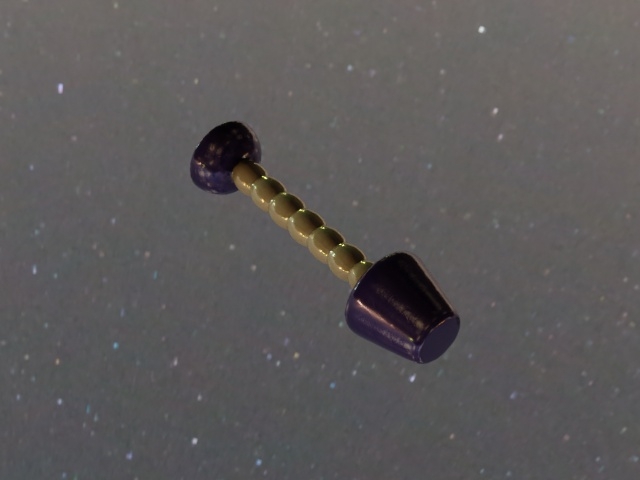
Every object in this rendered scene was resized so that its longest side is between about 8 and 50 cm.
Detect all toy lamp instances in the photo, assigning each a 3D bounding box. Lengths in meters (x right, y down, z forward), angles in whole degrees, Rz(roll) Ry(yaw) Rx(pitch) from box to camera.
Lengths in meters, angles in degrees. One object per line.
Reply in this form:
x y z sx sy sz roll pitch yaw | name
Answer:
0.000 0.000 0.905 0.080 0.080 0.275 -28 -130 -32 | toy lamp
